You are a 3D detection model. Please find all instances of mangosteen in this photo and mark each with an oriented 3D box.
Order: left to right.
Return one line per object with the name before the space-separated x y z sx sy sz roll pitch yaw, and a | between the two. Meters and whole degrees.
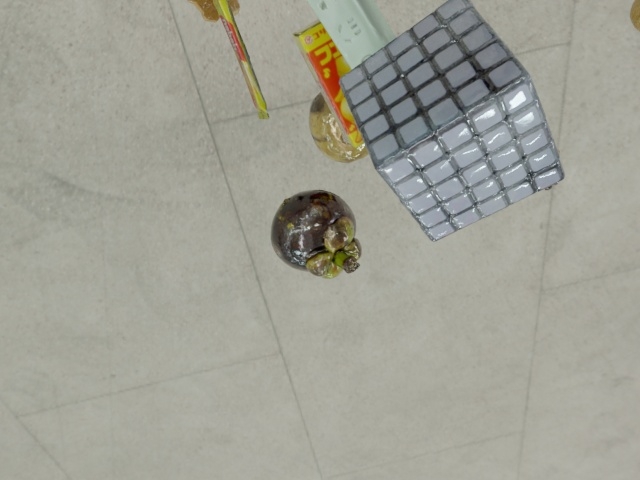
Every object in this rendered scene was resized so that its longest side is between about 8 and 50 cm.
mangosteen | 0.000 0.000 1.183 0.192 0.217 0.192 -23 144 -18

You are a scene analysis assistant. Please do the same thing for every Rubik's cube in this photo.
Rubik's cube | 0.201 -0.183 0.871 0.238 0.237 0.237 -30 137 18

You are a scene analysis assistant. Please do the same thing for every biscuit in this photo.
biscuit | -0.230 -0.598 1.309 0.133 0.027 0.184 34 87 -27
biscuit | -0.171 -0.402 1.219 0.026 0.048 0.292 -29 116 -17

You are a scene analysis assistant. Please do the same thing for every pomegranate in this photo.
pomegranate | 0.092 -0.411 1.932 0.281 0.281 0.281 -6 128 -7

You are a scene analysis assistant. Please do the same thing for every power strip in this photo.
power strip | 0.042 -0.420 1.013 0.091 0.062 0.385 -21 111 42

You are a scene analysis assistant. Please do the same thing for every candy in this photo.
candy | 0.066 -0.356 1.221 0.146 0.088 0.276 -32 115 -1

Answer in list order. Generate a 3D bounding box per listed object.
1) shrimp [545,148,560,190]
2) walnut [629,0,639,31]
shrimp | 0.466 -0.150 1.139 0.127 0.025 0.091 20 85 -61
walnut | 0.922 -0.633 1.477 0.165 0.165 0.197 22 130 -26
